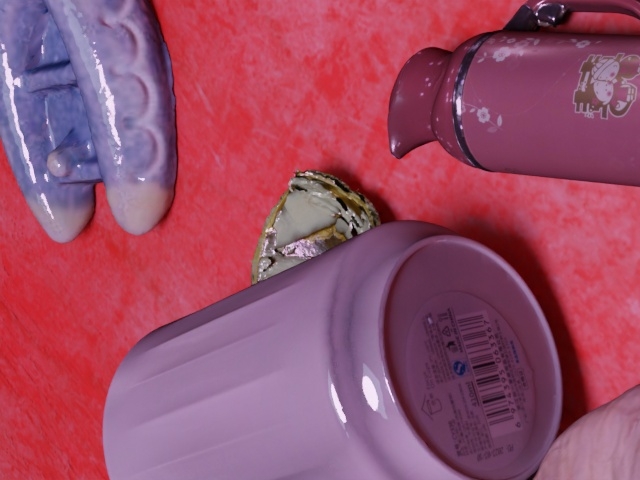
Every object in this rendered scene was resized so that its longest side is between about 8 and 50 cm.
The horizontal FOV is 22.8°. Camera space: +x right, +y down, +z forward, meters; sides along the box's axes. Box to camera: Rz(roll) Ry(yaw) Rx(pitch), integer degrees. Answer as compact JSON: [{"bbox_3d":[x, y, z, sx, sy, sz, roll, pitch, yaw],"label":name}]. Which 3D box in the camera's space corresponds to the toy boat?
[{"bbox_3d":[-0.257,-0.158,1.547,0.215,0.123,0.329,-2,99,45],"label":"toy boat"}]

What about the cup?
[{"bbox_3d":[-0.007,0.161,1.245,0.237,0.322,0.327,46,139,-20],"label":"cup"}]

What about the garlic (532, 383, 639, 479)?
[{"bbox_3d":[0.258,0.259,1.091,0.322,0.241,0.321,-179,90,-66],"label":"garlic"}]

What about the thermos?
[{"bbox_3d":[0.185,-0.111,1.149,0.330,0.109,0.136,9,105,42],"label":"thermos"}]

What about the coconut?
[{"bbox_3d":[0.004,0.001,1.378,0.158,0.055,0.133,-1,96,42],"label":"coconut"}]
